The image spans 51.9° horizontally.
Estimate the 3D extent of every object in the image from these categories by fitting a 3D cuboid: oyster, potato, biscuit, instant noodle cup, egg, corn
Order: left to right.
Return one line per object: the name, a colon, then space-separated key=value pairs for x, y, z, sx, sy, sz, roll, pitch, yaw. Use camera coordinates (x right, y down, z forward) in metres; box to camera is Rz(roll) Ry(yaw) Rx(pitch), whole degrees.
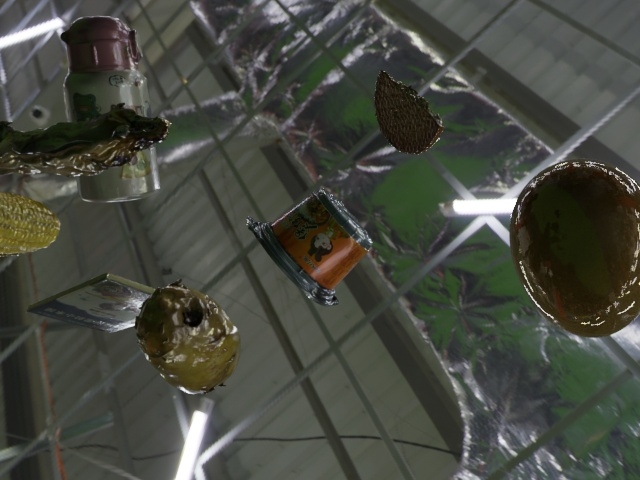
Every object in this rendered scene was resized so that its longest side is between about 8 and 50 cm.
corn: x=-0.340 y=-0.018 z=0.620 sx=0.072 sy=0.203 sz=0.071 roll=-1 pitch=-93 yaw=26
oyster: x=-0.321 y=-0.102 z=0.769 sx=0.345 sy=0.078 sz=0.128 roll=-3 pitch=-156 yaw=19
potato: x=-0.246 y=0.193 z=1.262 sx=0.173 sy=0.300 sz=0.140 roll=-24 pitch=-130 yaw=-4
instant noodle cup: x=0.000 y=0.000 z=1.038 sx=0.125 sy=0.208 sz=0.177 roll=-42 pitch=-137 yaw=9
biscuit: x=0.164 y=-0.241 z=1.299 sx=0.206 sy=0.025 sz=0.126 roll=53 pitch=-40 yaw=34
egg: x=0.467 y=0.011 z=1.169 sx=0.250 sy=0.250 sz=0.322 roll=-13 pitch=-114 yaw=32

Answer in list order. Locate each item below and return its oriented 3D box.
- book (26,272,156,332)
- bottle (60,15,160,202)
book: x=-0.476 y=0.150 z=1.482 sx=0.323 sy=0.228 sz=0.018 roll=-21 pitch=-123 yaw=37
bottle: x=-0.300 y=-0.187 z=0.938 sx=0.120 sy=0.120 sz=0.253 roll=12 pitch=-70 yaw=41
